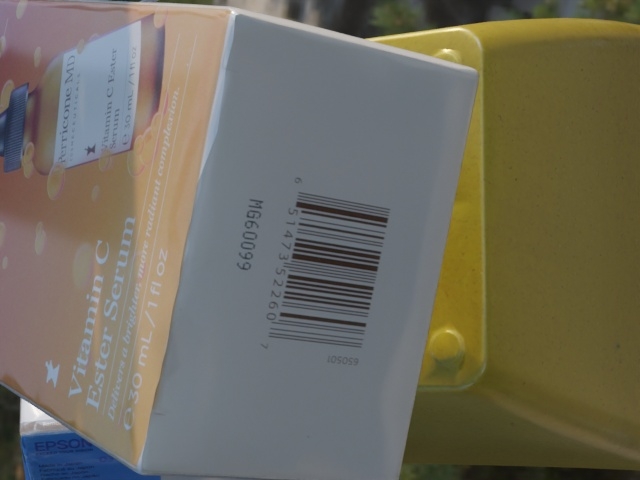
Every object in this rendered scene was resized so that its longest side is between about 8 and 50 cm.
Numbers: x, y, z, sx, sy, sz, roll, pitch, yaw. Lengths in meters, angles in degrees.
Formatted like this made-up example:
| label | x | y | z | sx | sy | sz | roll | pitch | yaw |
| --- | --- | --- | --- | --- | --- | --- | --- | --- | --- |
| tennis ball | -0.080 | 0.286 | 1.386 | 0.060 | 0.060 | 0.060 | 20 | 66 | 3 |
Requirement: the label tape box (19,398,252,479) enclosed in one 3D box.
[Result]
| label | x | y | z | sx | sy | sz | roll | pitch | yaw |
| --- | --- | --- | --- | --- | --- | --- | --- | --- | --- |
| label tape box | -0.164 | 0.084 | 1.431 | 0.334 | 0.240 | 0.106 | -99 | 7 | -46 |

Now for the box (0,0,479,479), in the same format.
| label | x | y | z | sx | sy | sz | roll | pitch | yaw |
| --- | --- | --- | --- | --- | --- | --- | --- | --- | --- |
| box | -0.046 | -0.006 | 0.479 | 0.170 | 0.091 | 0.130 | 15 | 95 | 55 |

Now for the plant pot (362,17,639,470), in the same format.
| label | x | y | z | sx | sy | sz | roll | pitch | yaw |
| --- | --- | --- | --- | --- | --- | --- | --- | --- | --- |
| plant pot | 0.044 | -0.002 | 0.674 | 0.212 | 0.187 | 0.212 | -3 | 82 | 28 |

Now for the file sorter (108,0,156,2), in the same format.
| label | x | y | z | sx | sy | sz | roll | pitch | yaw |
| --- | --- | --- | --- | --- | --- | --- | --- | --- | --- |
| file sorter | -0.143 | -0.365 | 1.409 | 0.193 | 0.173 | 0.278 | -24 | 25 | 21 |
